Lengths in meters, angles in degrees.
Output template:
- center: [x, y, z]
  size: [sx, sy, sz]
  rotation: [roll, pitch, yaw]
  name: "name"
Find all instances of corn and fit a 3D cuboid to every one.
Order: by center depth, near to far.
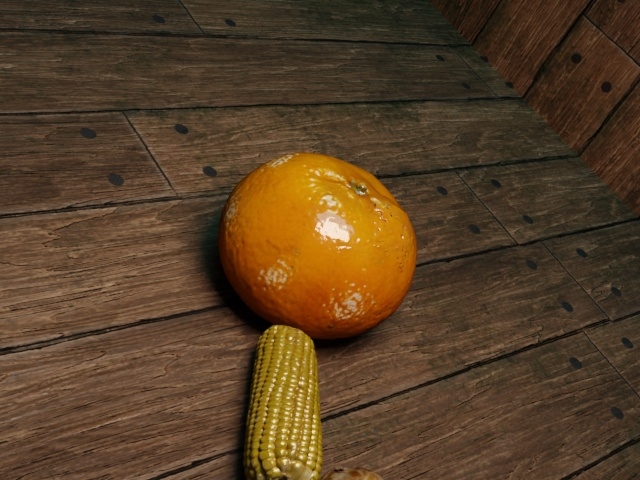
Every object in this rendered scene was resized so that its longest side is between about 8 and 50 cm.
- center: [-0.066, 0.304, 1.572]
  size: [0.144, 0.144, 0.387]
  rotation: [18, 40, -17]
  name: "corn"

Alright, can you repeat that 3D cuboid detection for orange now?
- center: [0.000, 0.000, 1.806]
  size: [0.424, 0.326, 0.424]
  rotation: [20, 40, -17]
  name: "orange"

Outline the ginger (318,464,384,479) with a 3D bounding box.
- center: [0.077, 0.557, 1.360]
  size: [0.256, 0.176, 0.375]
  rotation: [35, 44, -24]
  name: "ginger"
